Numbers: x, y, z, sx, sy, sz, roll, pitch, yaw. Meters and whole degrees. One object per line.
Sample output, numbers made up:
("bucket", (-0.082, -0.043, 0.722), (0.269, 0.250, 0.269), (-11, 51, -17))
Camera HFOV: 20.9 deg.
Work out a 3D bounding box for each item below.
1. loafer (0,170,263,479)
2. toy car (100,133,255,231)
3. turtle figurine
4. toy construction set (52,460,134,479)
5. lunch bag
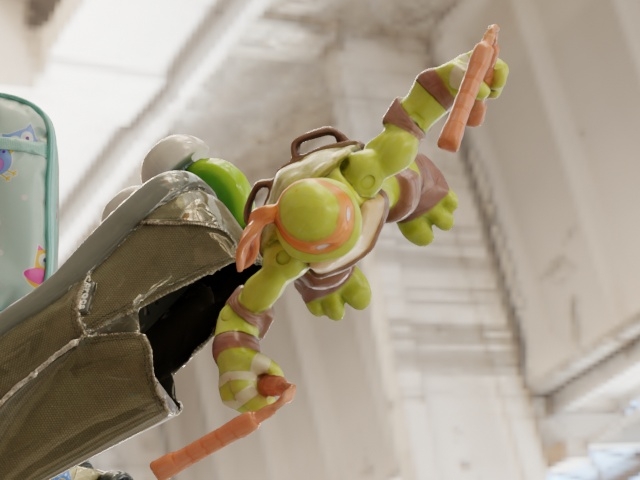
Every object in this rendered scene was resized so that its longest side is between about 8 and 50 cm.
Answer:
("loafer", (-0.123, 0.069, 0.929), (0.087, 0.251, 0.094), (30, -19, 29))
("toy car", (-0.139, 0.002, 1.627), (0.159, 0.136, 0.182), (49, -57, 9))
("turtle figurine", (0.000, 0.000, 0.894), (0.269, 0.087, 0.217), (-55, 172, 3))
("toy construction set", (-0.244, 0.303, 1.558), (0.151, 0.327, 0.215), (13, -97, 19))
("lunch bag", (-0.365, -0.026, 1.490), (0.108, 0.279, 0.224), (119, -28, -73))
